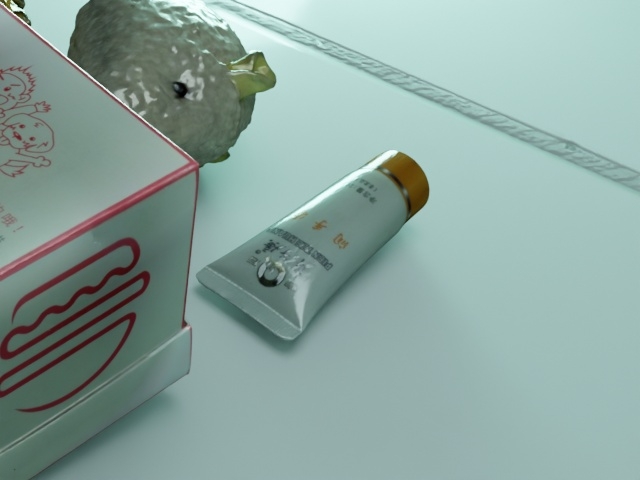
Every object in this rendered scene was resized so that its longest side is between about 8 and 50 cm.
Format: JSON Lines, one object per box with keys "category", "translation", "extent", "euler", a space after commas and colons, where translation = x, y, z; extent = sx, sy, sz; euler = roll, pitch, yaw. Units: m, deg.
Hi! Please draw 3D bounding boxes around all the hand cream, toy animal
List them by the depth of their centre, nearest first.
{"category": "hand cream", "translation": [0.000, 0.000, 1.702], "extent": [0.139, 0.089, 0.314], "euler": [31, 48, 20]}
{"category": "toy animal", "translation": [-0.192, -0.198, 1.780], "extent": [0.226, 0.188, 0.358], "euler": [13, 36, -21]}

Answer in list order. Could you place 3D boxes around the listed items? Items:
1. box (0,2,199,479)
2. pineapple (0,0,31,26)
{"category": "box", "translation": [-0.323, 0.018, 1.355], "extent": [0.314, 0.300, 0.312], "euler": [39, 52, 25]}
{"category": "pineapple", "translation": [-0.422, -0.252, 1.743], "extent": [0.286, 0.209, 0.344], "euler": [34, 40, 20]}
